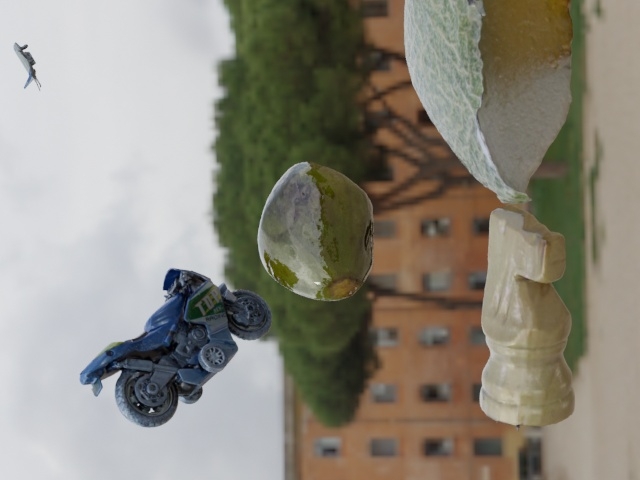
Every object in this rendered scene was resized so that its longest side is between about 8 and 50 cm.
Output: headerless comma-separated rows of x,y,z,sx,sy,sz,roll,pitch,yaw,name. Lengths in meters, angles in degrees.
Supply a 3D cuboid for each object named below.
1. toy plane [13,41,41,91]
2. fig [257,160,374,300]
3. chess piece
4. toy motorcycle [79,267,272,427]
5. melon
-0.387,-0.234,2.067,0.078,0.024,0.084,67,-179,-56,toy plane
0.000,0.000,1.798,0.154,0.144,0.165,-48,37,36,fig
0.286,0.103,2.194,0.137,0.137,0.300,-71,-22,-68,chess piece
-0.168,0.113,1.825,0.254,0.135,0.092,-41,-7,-39,toy motorcycle
0.096,-0.113,0.928,0.139,0.093,0.202,157,113,-63,melon
